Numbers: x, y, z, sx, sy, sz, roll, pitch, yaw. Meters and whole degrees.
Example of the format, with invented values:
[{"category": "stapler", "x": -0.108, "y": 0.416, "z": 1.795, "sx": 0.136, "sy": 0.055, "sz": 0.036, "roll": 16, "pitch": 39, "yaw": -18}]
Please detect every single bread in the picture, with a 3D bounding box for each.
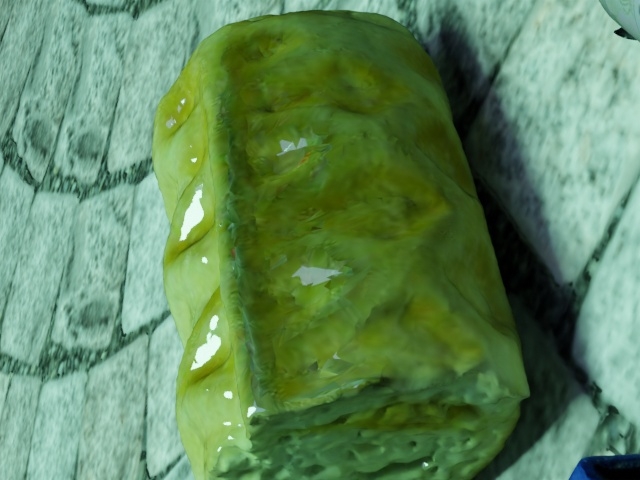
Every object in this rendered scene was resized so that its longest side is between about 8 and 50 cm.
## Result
[{"category": "bread", "x": 0.000, "y": 0.000, "z": 0.808, "sx": 0.152, "sy": 0.130, "sz": 0.267, "roll": -24, "pitch": 45, "yaw": 13}]

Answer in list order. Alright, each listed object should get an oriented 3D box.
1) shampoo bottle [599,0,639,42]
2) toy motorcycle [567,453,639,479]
[{"category": "shampoo bottle", "x": 0.144, "y": -0.079, "z": 0.618, "sx": 0.072, "sy": 0.072, "sz": 0.214, "roll": -66, "pitch": 27, "yaw": 19}, {"category": "toy motorcycle", "x": 0.102, "y": 0.151, "z": 0.530, "sx": 0.315, "sy": 0.113, "sz": 0.169, "roll": 110, "pitch": 152, "yaw": -41}]
